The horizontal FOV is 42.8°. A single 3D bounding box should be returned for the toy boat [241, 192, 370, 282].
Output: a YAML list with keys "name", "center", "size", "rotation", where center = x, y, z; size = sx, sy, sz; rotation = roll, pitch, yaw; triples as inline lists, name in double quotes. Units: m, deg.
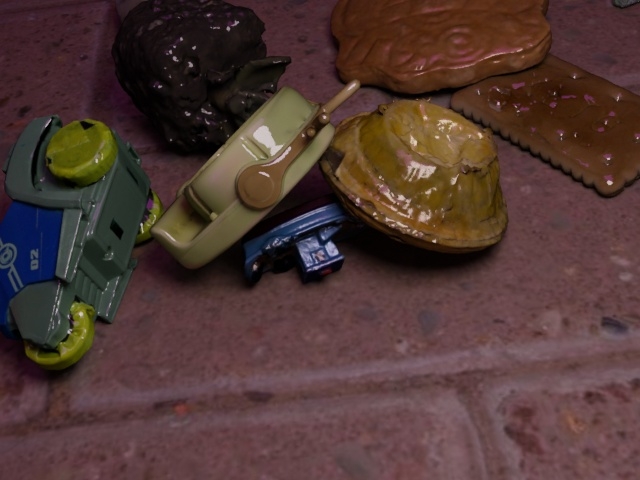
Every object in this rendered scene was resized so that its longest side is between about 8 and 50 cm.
- name: "toy boat"
  center: [0.000, 0.000, 1.092]
  size: [0.223, 0.100, 0.097]
  rotation: [-22, 72, -13]

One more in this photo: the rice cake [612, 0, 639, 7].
- name: "rice cake"
  center: [0.623, -0.474, 1.502]
  size: [0.207, 0.033, 0.033]
  rotation: [-24, 38, -17]

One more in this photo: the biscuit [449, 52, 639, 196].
- name: "biscuit"
  center: [0.383, -0.199, 1.265]
  size: [0.217, 0.044, 0.325]
  rotation: [-34, 52, -21]

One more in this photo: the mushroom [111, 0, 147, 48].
- name: "mushroom"
  center: [-0.333, -0.418, 1.547]
  size: [0.116, 0.093, 0.225]
  rotation: [-17, 55, 8]

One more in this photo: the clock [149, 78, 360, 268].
- name: "clock"
  center: [-0.078, -0.106, 1.067]
  size: [0.096, 0.308, 0.235]
  rotation: [45, 37, -11]

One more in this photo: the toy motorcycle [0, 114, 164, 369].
- name: "toy motorcycle"
  center: [-0.355, 0.009, 1.084]
  size: [0.200, 0.191, 0.326]
  rotation: [4, 61, 16]

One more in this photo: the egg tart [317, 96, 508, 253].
- name: "egg tart"
  center: [0.137, -0.102, 1.097]
  size: [0.290, 0.115, 0.290]
  rotation: [14, 37, -10]

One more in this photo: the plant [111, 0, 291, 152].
- name: "plant"
  center: [-0.169, -0.243, 1.264]
  size: [0.213, 0.215, 0.312]
  rotation: [-28, 52, -22]

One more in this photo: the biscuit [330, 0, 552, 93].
- name: "biscuit"
  center: [0.201, -0.391, 1.422]
  size: [0.385, 0.062, 0.365]
  rotation: [-6, 46, 15]
